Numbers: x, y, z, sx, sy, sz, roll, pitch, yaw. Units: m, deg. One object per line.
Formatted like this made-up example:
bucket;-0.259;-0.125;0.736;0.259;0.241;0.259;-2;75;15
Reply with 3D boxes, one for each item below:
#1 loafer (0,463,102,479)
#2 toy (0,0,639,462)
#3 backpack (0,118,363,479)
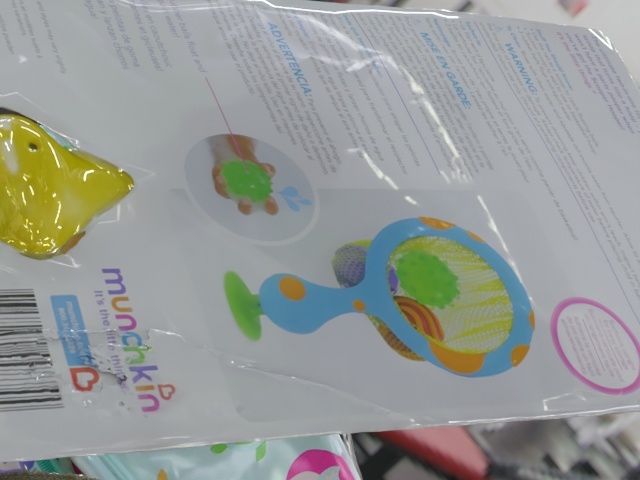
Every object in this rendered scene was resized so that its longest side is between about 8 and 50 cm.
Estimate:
loafer;-0.042;0.083;0.355;0.050;0.056;0.148;22;-8;38
toy;0.000;0.000;0.406;0.237;0.056;0.137;3;51;-35
backpack;-0.095;0.088;0.763;0.253;0.191;0.225;32;-26;39
